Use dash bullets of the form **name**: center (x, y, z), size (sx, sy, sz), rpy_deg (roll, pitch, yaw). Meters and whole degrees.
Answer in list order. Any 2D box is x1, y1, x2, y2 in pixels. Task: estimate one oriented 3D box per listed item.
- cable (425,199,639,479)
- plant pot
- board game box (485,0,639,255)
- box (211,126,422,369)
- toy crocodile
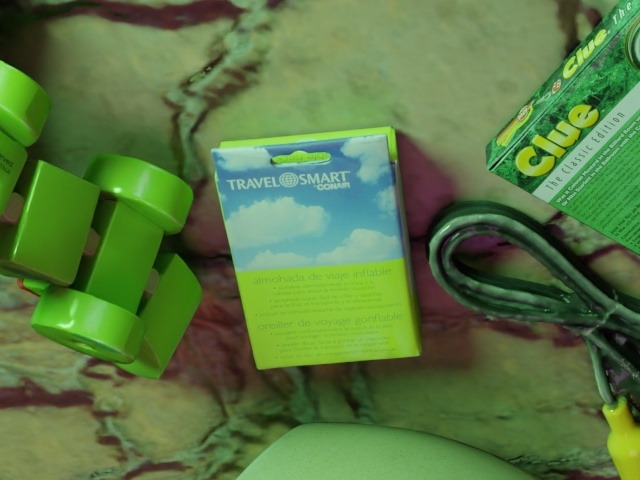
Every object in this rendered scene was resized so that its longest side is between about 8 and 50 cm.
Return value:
- **cable**: center (0.194, 0.067, 1.054), size (0.139, 0.072, 0.287), rpy_deg (-36, 120, 21)
- **plant pot**: center (0.021, 0.230, 1.102), size (0.191, 0.284, 0.284), rpy_deg (40, 129, 16)
- **board game box**: center (0.224, -0.100, 0.940), size (0.136, 0.030, 0.259), rpy_deg (27, 126, -22)
- **box**: center (0.000, 0.000, 1.023), size (0.109, 0.042, 0.178), rpy_deg (-5, 130, 6)
- **toy crocodile**: center (-0.175, -0.015, 0.943), size (0.105, 0.115, 0.340), rpy_deg (5, 160, 37)
